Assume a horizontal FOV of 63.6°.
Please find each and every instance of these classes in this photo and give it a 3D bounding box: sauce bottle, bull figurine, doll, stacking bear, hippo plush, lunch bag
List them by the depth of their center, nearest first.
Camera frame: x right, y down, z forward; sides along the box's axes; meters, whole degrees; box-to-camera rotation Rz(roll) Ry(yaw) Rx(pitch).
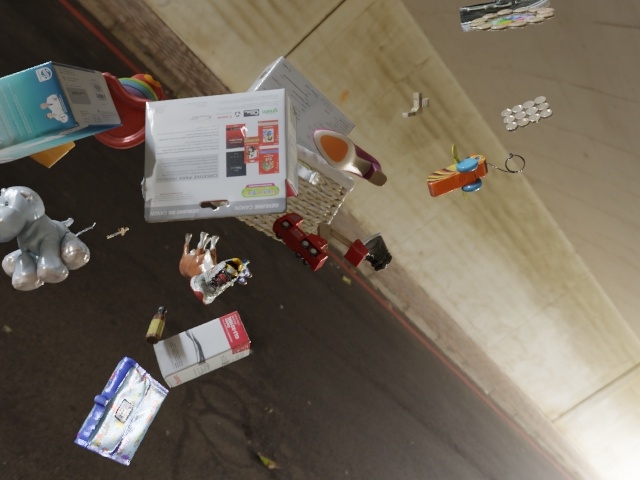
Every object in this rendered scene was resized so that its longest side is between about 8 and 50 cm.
[{"bbox_3d":[-0.531,0.434,1.336,0.138,0.220,0.293,22,-28,7],"label":"lunch bag"},{"bbox_3d":[-0.494,-0.362,1.362,0.176,0.164,0.289,32,22,-19],"label":"stacking bear"},{"bbox_3d":[-0.780,-0.031,1.424,0.235,0.294,0.236,11,-42,28],"label":"hippo plush"},{"bbox_3d":[-0.482,0.249,1.528,0.042,0.042,0.128,44,26,-25],"label":"sauce bottle"},{"bbox_3d":[-0.416,0.072,1.801,0.101,0.188,0.311,15,-8,-34],"label":"bull figurine"},{"bbox_3d":[-0.338,0.135,2.141,0.046,0.129,0.189,32,-14,16],"label":"doll"}]

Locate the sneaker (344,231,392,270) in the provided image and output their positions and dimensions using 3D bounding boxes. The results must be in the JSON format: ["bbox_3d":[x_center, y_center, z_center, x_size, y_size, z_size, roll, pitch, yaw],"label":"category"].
[{"bbox_3d":[0.209,0.062,2.119,0.146,0.105,0.296,59,32,5],"label":"sneaker"}]

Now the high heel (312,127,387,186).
[{"bbox_3d":[0.066,-0.225,1.318,0.244,0.082,0.117,23,20,-29],"label":"high heel"}]

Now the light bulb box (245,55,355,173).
[{"bbox_3d":[-0.142,-0.386,1.849,0.358,0.361,0.225,39,-5,-20],"label":"light bulb box"}]

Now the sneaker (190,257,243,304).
[{"bbox_3d":[-0.297,0.106,1.493,0.088,0.093,0.225,54,24,-8],"label":"sneaker"}]

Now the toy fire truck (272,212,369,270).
[{"bbox_3d":[0.000,0.000,1.163,0.192,0.047,0.135,44,47,12],"label":"toy fire truck"}]

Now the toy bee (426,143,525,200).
[{"bbox_3d":[0.504,-0.229,1.748,0.162,0.299,0.195,-89,-178,-62],"label":"toy bee"}]

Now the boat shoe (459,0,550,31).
[{"bbox_3d":[0.470,-0.599,1.323,0.077,0.220,0.070,-75,151,-62],"label":"boat shoe"}]

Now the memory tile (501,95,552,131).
[{"bbox_3d":[0.684,-0.420,1.714,0.012,0.148,0.113,54,26,-42],"label":"memory tile"}]

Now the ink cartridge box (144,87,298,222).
[{"bbox_3d":[-0.211,-0.164,1.118,0.130,0.310,0.271,55,32,-76],"label":"ink cartridge box"}]

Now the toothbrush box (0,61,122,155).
[{"bbox_3d":[-0.597,-0.246,1.041,0.216,0.296,0.126,-81,153,-77],"label":"toothbrush box"}]

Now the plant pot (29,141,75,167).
[{"bbox_3d":[-0.997,-0.370,1.841,0.188,0.205,0.205,49,11,-24],"label":"plant pot"}]

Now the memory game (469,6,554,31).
[{"bbox_3d":[0.436,-0.507,1.179,0.186,0.186,0.012,-110,-174,-59],"label":"memory game"}]

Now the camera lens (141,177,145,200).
[{"bbox_3d":[-0.523,-0.218,1.908,0.219,0.219,0.274,46,13,-18],"label":"camera lens"}]

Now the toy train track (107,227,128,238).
[{"bbox_3d":[-0.755,-0.030,1.917,0.083,0.048,0.014,-30,69,-33],"label":"toy train track"}]

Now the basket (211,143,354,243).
[{"bbox_3d":[-0.141,-0.159,1.556,0.329,0.266,0.331,29,0,-26],"label":"basket"}]

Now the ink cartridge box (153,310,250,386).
[{"bbox_3d":[-0.372,0.349,1.638,0.114,0.273,0.197,63,-19,18],"label":"ink cartridge box"}]

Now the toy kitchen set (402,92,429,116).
[{"bbox_3d":[0.354,-0.505,1.922,0.068,0.075,0.083,23,-56,58],"label":"toy kitchen set"}]
